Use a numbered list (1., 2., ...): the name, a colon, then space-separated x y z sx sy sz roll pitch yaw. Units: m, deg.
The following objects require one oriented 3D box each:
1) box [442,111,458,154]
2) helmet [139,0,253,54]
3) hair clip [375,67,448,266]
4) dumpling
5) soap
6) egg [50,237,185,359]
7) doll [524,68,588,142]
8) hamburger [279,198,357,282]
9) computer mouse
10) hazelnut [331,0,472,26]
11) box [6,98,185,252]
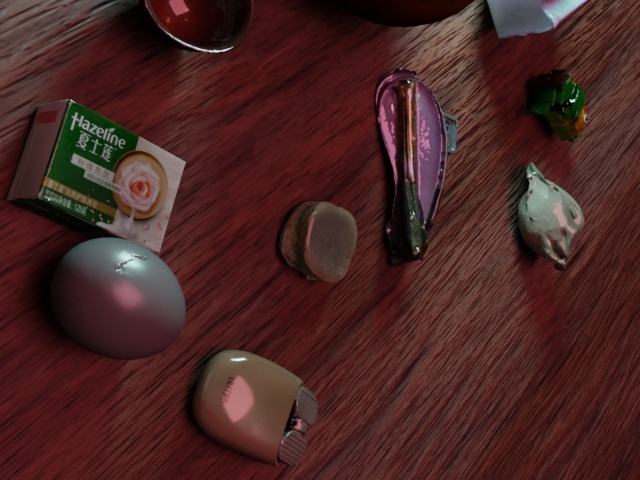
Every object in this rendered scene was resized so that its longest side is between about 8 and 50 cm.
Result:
1. box: 0.214 -0.207 1.716 0.099 0.054 0.074 14 82 -47
2. helmet: -0.191 -0.324 1.232 0.175 0.106 0.155 -4 90 -42
3. hair clip: 0.169 -0.133 1.637 0.095 0.110 0.359 7 82 -64
4. dumpling: 0.508 -0.058 2.008 0.172 0.142 0.247 -51 127 -79
5. soap: 0.465 -0.528 1.889 0.324 0.193 0.109 -41 121 -40
6. egg: -0.252 0.077 1.138 0.198 0.146 0.146 44 58 -55
7. doll: 0.543 -0.300 2.038 0.186 0.106 0.134 33 72 -43
8. hamburger: 0.000 0.000 1.478 0.140 0.062 0.133 27 75 -47
9. computer mouse: -0.092 0.256 1.365 0.236 0.082 0.145 39 62 -39
10. hazelnut: 0.160 -0.541 1.445 0.429 0.402 0.402 -56 128 -38
11. box: -0.283 -0.077 1.156 0.199 0.081 0.135 29 69 -46
